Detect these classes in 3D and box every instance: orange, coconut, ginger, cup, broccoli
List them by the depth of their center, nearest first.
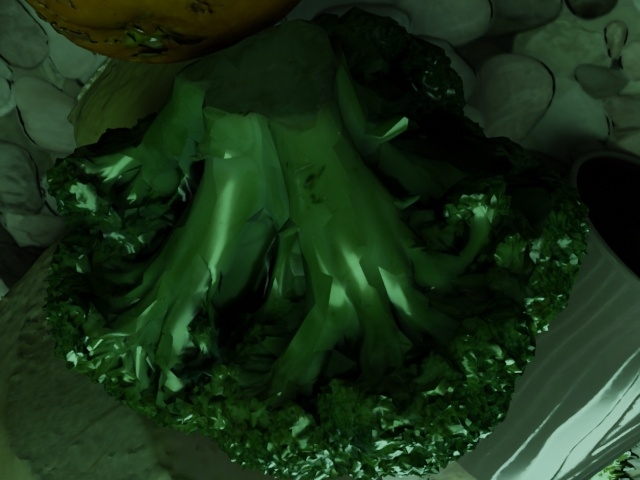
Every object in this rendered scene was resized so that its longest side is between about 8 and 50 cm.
[{"bbox_3d":[-0.103,-0.240,0.706,0.246,0.246,0.246,3,128,4],"label":"orange"},{"bbox_3d":[-0.009,0.001,0.740,0.321,0.413,0.310,-33,125,32],"label":"broccoli"},{"bbox_3d":[-0.113,-0.115,0.909,0.123,0.115,0.193,25,125,-35],"label":"ginger"},{"bbox_3d":[0.209,0.080,0.924,0.288,0.208,0.273,-2,142,-42],"label":"cup"},{"bbox_3d":[-0.156,0.197,0.969,0.405,0.404,0.404,3,128,4],"label":"coconut"}]

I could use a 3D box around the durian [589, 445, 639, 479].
[{"bbox_3d":[0.277,0.271,1.151,0.132,0.106,0.375,9,129,2],"label":"durian"}]
